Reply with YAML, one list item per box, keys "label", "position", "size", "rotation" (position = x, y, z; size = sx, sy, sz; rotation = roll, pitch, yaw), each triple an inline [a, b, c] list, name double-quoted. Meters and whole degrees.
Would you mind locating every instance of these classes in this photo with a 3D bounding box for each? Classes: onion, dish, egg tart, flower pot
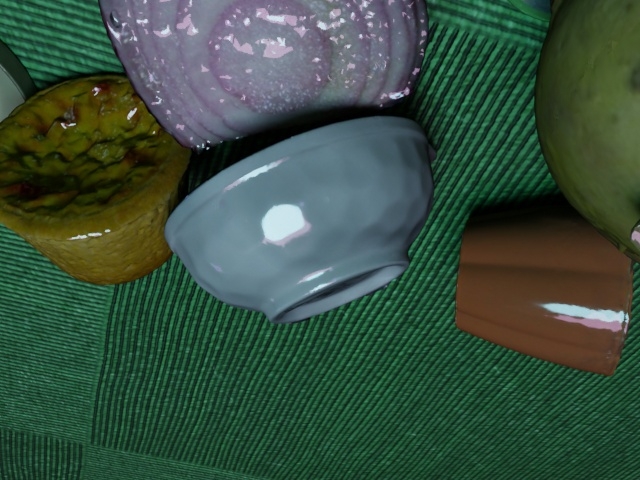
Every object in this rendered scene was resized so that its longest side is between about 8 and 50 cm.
- label: "onion"
  position: [-0.047, -0.210, 0.539]
  size: [0.250, 0.111, 0.247]
  rotation: [-8, 134, 13]
- label: "dish"
  position: [0.000, 0.000, 0.652]
  size: [0.303, 0.120, 0.303]
  rotation: [-21, 166, -6]
- label: "egg tart"
  position: [-0.214, -0.048, 0.672]
  size: [0.203, 0.202, 0.147]
  rotation: [0, 146, 4]
- label: "flower pot"
  position: [0.242, 0.047, 0.746]
  size: [0.173, 0.190, 0.190]
  rotation: [4, 137, 15]

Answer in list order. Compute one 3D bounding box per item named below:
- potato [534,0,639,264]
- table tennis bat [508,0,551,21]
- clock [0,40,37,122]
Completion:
- label: "potato"
  position: [0.342, -0.065, 0.480]
  size: [0.442, 0.385, 0.319]
  rotation: [38, 142, -22]
- label: "table tennis bat"
  position: [0.204, -0.279, 0.506]
  size: [0.160, 0.039, 0.257]
  rotation: [-11, 137, 12]
- label: "clock"
  position: [-0.409, -0.145, 0.692]
  size: [0.235, 0.029, 0.235]
  rotation: [2, 136, 2]
